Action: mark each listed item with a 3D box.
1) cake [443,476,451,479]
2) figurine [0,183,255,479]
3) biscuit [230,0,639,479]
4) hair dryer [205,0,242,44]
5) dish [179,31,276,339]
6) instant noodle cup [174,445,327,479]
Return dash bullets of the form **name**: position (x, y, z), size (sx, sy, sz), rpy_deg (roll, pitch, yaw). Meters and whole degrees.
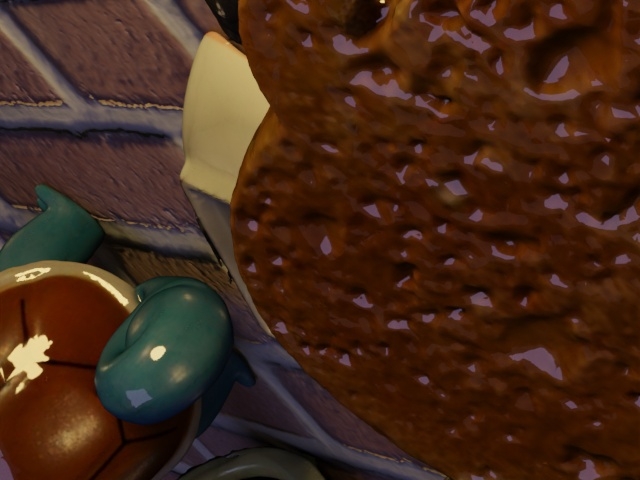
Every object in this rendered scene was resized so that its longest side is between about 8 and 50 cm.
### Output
- **cake**: position (0.156, 0.306, 1.245), size (0.283, 0.158, 0.172), rpy_deg (35, 161, 3)
- **figurine**: position (-0.195, 0.130, 1.334), size (0.416, 0.243, 0.298), rpy_deg (-36, 114, 28)
- **biscuit**: position (0.099, -0.013, 0.682), size (0.314, 0.063, 0.367), rpy_deg (39, 145, -9)
- **hair dryer**: position (0.051, -0.118, 0.674), size (0.219, 0.075, 0.195), rpy_deg (25, 149, 9)
- **dish**: position (0.000, 0.000, 0.961), size (0.151, 0.077, 0.212), rpy_deg (26, 156, 34)
- **instant noodle cup**: position (-0.025, 0.349, 1.511), size (0.284, 0.284, 0.312), rpy_deg (17, 143, 46)
